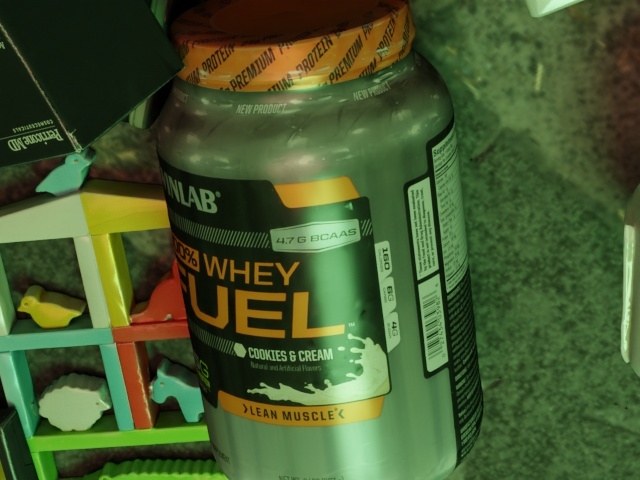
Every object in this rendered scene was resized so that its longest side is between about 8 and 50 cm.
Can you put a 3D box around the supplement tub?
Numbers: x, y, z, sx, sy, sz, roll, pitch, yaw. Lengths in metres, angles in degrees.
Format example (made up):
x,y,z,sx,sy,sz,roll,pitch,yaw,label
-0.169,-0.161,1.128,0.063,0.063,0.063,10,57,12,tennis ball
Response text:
x,y,z,sx,sy,sz,roll,pitch,yaw,label
0.000,0.000,1.012,0.193,0.193,0.316,-4,113,10,supplement tub

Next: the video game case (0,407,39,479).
x,y,z,sx,sy,sz,roll,pitch,yaw,label
-0.325,0.264,1.246,0.248,0.035,0.275,-4,113,18,video game case

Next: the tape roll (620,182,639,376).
x,y,z,sx,sy,sz,roll,pitch,yaw,label
0.327,0.025,0.929,0.286,0.286,0.100,0,114,8,tape roll

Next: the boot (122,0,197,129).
x,y,z,sx,sy,sz,roll,pitch,yaw,label
-0.170,-0.200,1.007,0.178,0.085,0.236,9,109,5,boot

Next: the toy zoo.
x,y,z,sx,sy,sz,roll,pitch,yaw,label
-0.152,0.069,1.153,0.192,0.030,0.293,-4,114,10,toy zoo

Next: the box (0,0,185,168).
x,y,z,sx,sy,sz,roll,pitch,yaw,label
-0.233,-0.139,0.955,0.261,0.103,0.184,-5,119,49,box

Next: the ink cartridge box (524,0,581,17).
x,y,z,sx,sy,sz,roll,pitch,yaw,label
0.161,-0.264,0.930,0.153,0.087,0.208,-19,111,16,ink cartridge box
